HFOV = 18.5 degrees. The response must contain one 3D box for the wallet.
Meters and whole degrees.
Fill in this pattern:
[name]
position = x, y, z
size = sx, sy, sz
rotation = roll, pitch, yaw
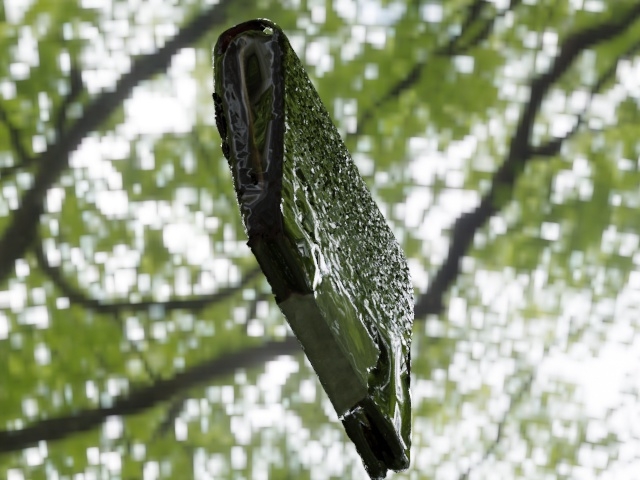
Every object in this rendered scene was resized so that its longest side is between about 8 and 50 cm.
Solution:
[wallet]
position = 0.000, 0.000, 1.295
size = 0.071, 0.221, 0.262
rotation = -19, -146, 10
